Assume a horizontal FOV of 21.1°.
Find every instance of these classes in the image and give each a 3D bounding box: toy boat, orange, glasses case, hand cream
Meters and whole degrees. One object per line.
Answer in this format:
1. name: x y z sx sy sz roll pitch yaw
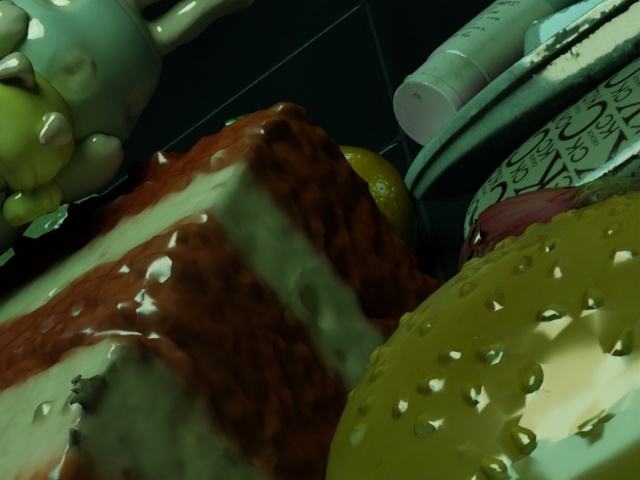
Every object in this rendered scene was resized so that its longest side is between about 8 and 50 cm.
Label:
1. toy boat: 0.190 -0.122 1.202 0.319 0.092 0.141 -35 -20 17
2. orange: 0.000 0.000 1.281 0.156 0.124 0.156 -23 11 5
3. glasses case: 0.244 -0.082 1.075 0.355 0.085 0.137 -33 19 17
4. hand cream: 0.174 -0.187 1.508 0.111 0.070 0.312 -17 21 51

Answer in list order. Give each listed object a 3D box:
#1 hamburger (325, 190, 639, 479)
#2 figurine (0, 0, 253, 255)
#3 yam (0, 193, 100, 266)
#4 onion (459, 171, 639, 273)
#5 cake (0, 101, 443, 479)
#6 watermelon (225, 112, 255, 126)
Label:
1. hamburger: 0.126 0.098 0.689 0.274 0.212 0.274 -34 20 14
2. figurine: -0.153 -0.080 0.926 0.235 0.127 0.155 -34 -1 13
3. yam: -0.235 0.075 1.471 0.304 0.168 0.168 -50 22 -28
4. onion: 0.160 0.038 0.907 0.184 0.147 0.184 6 18 -2
5. cake: -0.080 0.143 0.875 0.269 0.270 0.319 -28 20 35
6. watermelon: -0.050 -0.093 1.706 0.092 0.072 0.084 3 14 4
